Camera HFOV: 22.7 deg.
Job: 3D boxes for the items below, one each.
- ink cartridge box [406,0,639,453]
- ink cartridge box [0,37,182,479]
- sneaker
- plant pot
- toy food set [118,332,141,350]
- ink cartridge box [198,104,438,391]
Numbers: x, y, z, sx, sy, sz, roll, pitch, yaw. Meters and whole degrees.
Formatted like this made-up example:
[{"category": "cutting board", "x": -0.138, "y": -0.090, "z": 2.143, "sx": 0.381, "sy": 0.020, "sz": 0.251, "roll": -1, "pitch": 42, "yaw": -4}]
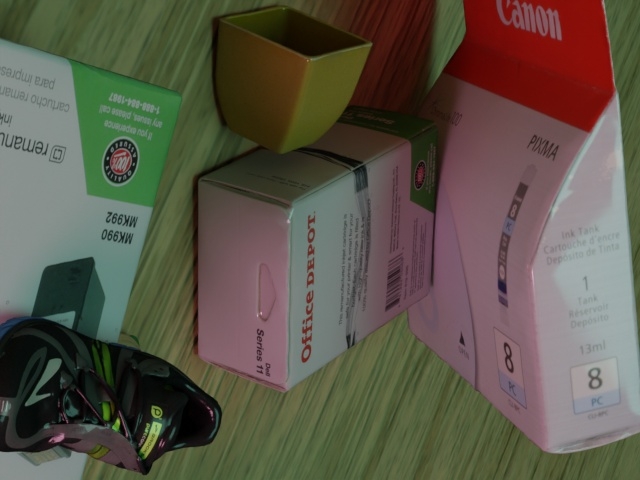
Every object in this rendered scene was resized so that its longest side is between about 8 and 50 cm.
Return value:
[{"category": "ink cartridge box", "x": 0.131, "y": -0.069, "z": 1.222, "sx": 0.091, "sy": 0.308, "sz": 0.385, "roll": -13, "pitch": 107, "yaw": -12}, {"category": "ink cartridge box", "x": -0.208, "y": 0.033, "z": 0.845, "sx": 0.211, "sy": 0.121, "sz": 0.289, "roll": 10, "pitch": 95, "yaw": -60}, {"category": "sneaker", "x": -0.113, "y": 0.082, "z": 0.825, "sx": 0.188, "sy": 0.078, "sz": 0.067, "roll": 15, "pitch": 91, "yaw": -61}, {"category": "plant pot", "x": -0.025, "y": -0.109, "z": 1.126, "sx": 0.081, "sy": 0.081, "sz": 0.083, "roll": -22, "pitch": 133, "yaw": -54}, {"category": "toy food set", "x": -0.146, "y": 0.099, "z": 1.078, "sx": 0.083, "sy": 0.020, "sz": 0.082, "roll": -42, "pitch": 137, "yaw": -42}, {"category": "ink cartridge box", "x": 0.000, "y": 0.000, "z": 1.206, "sx": 0.208, "sy": 0.087, "sz": 0.153, "roll": -30, "pitch": 128, "yaw": -51}]
